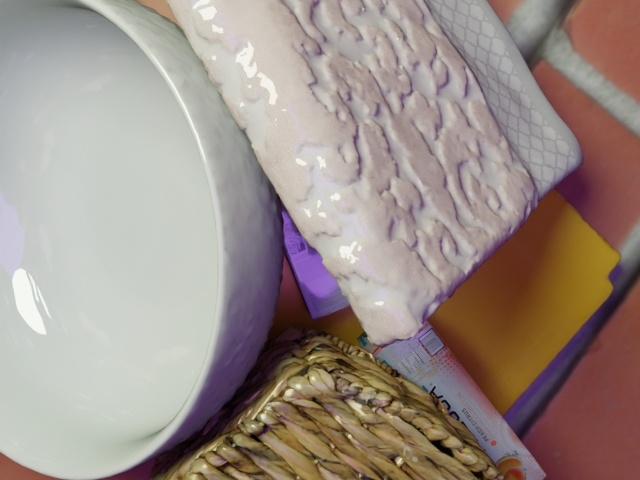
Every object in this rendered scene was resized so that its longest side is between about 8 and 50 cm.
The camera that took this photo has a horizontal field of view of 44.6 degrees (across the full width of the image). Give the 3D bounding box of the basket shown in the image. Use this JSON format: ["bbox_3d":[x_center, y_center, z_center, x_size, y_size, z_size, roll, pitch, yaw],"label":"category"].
[{"bbox_3d":[0.028,0.211,0.625,0.213,0.223,0.299,-44,99,-2],"label":"basket"}]

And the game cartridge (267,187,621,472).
[{"bbox_3d":[0.072,0.023,0.696,0.324,0.053,0.285,42,90,-13],"label":"game cartridge"}]

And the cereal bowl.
[{"bbox_3d":[-0.161,-0.010,0.570,0.339,0.141,0.338,6,102,30],"label":"cereal bowl"}]

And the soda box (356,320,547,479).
[{"bbox_3d":[0.109,0.140,0.660,0.058,0.063,0.183,-38,101,0],"label":"soda box"}]

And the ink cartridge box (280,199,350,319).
[{"bbox_3d":[0.000,0.000,0.642,0.063,0.029,0.115,-22,99,-4],"label":"ink cartridge box"}]

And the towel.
[{"bbox_3d":[0.042,-0.136,0.543,0.053,0.317,0.331,-31,91,42],"label":"towel"}]
